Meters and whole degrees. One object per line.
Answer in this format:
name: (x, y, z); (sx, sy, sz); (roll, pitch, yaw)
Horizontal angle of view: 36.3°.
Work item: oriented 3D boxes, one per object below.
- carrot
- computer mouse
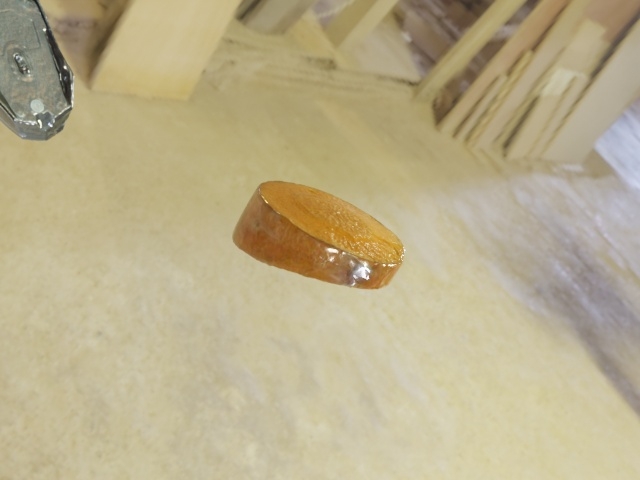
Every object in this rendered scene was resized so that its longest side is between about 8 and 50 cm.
carrot: (0.000, 0.000, 1.529); (0.258, 0.100, 0.307); (10, 18, -27)
computer mouse: (-0.415, -0.238, 1.307); (0.126, 0.071, 0.231); (-25, 91, -39)
